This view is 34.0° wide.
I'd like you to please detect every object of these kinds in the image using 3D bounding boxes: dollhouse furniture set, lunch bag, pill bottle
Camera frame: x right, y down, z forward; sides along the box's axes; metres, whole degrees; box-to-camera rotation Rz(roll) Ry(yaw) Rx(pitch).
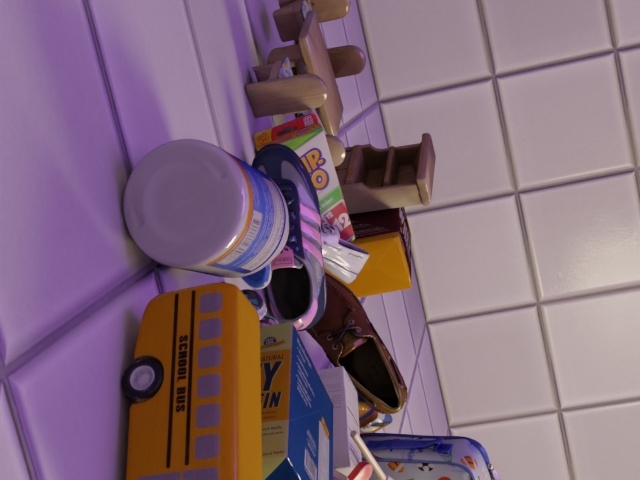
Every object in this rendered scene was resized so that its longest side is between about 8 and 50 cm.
[{"bbox_3d":[0.059,-0.256,2.065,0.362,0.256,0.394,-77,155,-51],"label":"dollhouse furniture set"},{"bbox_3d":[0.185,0.469,1.956,0.115,0.303,0.243,-43,124,-58],"label":"lunch bag"},{"bbox_3d":[-0.127,-0.031,1.318,0.272,0.152,0.152,22,58,-76],"label":"pill bottle"}]

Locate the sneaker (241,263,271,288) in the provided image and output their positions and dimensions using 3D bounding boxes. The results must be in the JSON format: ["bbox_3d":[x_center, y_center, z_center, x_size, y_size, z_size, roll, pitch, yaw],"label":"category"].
[{"bbox_3d":[-0.116,-0.001,1.557,0.084,0.058,0.152,22,53,-83],"label":"sneaker"}]

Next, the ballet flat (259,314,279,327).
[{"bbox_3d":[-0.071,0.199,1.573,0.221,0.077,0.079,72,32,-50],"label":"ballet flat"}]

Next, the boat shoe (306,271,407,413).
[{"bbox_3d":[0.053,0.170,1.838,0.307,0.111,0.104,50,-2,-4],"label":"boat shoe"}]

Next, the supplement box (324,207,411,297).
[{"bbox_3d":[0.084,0.009,2.167,0.194,0.191,0.129,-84,159,-57],"label":"supplement box"}]

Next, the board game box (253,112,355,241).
[{"bbox_3d":[-0.028,-0.094,1.905,0.039,0.124,0.259,-131,-159,-63],"label":"board game box"}]

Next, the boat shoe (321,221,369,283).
[{"bbox_3d":[0.000,0.000,1.893,0.226,0.076,0.083,31,11,-46],"label":"boat shoe"}]

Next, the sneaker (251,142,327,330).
[{"bbox_3d":[-0.053,-0.005,1.737,0.131,0.112,0.319,-31,108,-80],"label":"sneaker"}]

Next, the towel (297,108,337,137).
[{"bbox_3d":[-0.009,-0.325,2.417,0.248,0.038,0.325,63,22,-49],"label":"towel"}]

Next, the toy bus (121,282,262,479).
[{"bbox_3d":[-0.134,0.219,1.112,0.108,0.130,0.333,62,21,-55],"label":"toy bus"}]

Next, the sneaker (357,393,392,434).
[{"bbox_3d":[0.048,0.307,2.012,0.131,0.112,0.296,64,6,17],"label":"sneaker"}]

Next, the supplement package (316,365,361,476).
[{"bbox_3d":[0.006,0.316,1.737,0.105,0.105,0.179,65,19,-55],"label":"supplement package"}]

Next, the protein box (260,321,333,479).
[{"bbox_3d":[-0.073,0.252,1.353,0.200,0.136,0.201,67,17,-44],"label":"protein box"}]

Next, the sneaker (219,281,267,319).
[{"bbox_3d":[-0.121,0.089,1.466,0.166,0.065,0.076,-66,138,-73],"label":"sneaker"}]

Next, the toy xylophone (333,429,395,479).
[{"bbox_3d":[0.036,0.432,1.604,0.236,0.081,0.323,-53,143,-14],"label":"toy xylophone"}]
